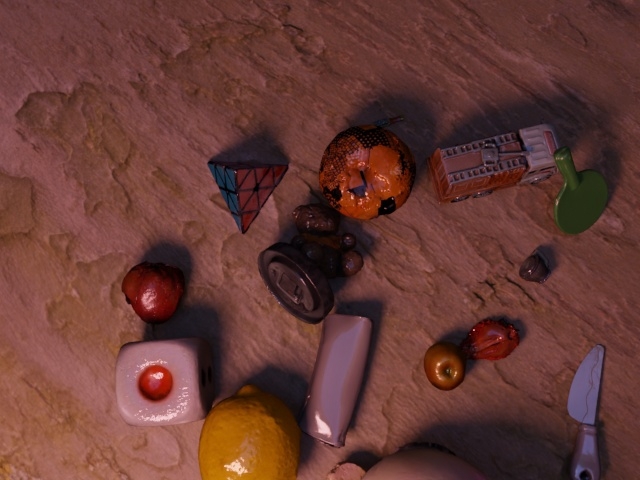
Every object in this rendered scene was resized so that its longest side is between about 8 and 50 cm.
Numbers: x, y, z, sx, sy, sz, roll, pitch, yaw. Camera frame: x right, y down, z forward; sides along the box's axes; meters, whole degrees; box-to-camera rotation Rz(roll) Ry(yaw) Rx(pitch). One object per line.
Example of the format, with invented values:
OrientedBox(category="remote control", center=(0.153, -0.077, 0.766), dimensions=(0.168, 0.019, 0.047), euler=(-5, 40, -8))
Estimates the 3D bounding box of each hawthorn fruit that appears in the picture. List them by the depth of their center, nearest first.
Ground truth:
OrientedBox(category="hawthorn fruit", center=(-0.402, 0.134, 1.592), dimensions=(0.148, 0.148, 0.171), euler=(2, 101, 3))

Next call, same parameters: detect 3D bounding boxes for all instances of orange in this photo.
OrientedBox(category="orange", center=(0.112, -0.163, 1.591), dimensions=(0.235, 0.182, 0.234), euler=(-1, 87, 12))

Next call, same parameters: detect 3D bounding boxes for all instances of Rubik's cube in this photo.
OrientedBox(category="Rubik's cube", center=(-0.200, -0.170, 1.675), dimensions=(0.178, 0.211, 0.190), euler=(34, 51, 26))

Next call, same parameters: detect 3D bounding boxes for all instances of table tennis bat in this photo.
OrientedBox(category="table tennis bat", center=(0.602, -0.120, 1.564), dimensions=(0.160, 0.039, 0.257), euler=(-41, 126, -5))

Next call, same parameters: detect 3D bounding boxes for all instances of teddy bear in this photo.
OrientedBox(category="teddy bear", center=(0.000, 0.000, 1.605), dimensions=(0.177, 0.140, 0.190), euler=(4, 71, -28))

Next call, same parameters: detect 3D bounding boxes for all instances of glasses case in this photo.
OrientedBox(category="glasses case", center=(0.036, 0.324, 1.572), dimensions=(0.128, 0.083, 0.307), euler=(14, 82, 10))

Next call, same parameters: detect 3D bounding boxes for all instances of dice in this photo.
OrientedBox(category="dice", center=(-0.355, 0.323, 1.531), dimensions=(0.193, 0.192, 0.194), euler=(-6, 80, 3))

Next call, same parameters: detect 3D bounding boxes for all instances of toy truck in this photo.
OrientedBox(category="toy truck", center=(0.423, -0.193, 1.591), dimensions=(0.306, 0.162, 0.136), euler=(-14, 81, 0))

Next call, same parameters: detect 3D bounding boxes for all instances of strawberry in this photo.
OrientedBox(category="strawberry", center=(0.408, 0.241, 1.586), dimensions=(0.152, 0.048, 0.103), euler=(-28, 78, -5))

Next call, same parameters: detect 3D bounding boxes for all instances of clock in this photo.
OrientedBox(category="clock", center=(-0.058, 0.099, 1.546), dimensions=(0.215, 0.215, 0.042), euler=(45, 60, 8))

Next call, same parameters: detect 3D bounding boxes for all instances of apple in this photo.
OrientedBox(category="apple", center=(0.291, 0.295, 1.554), dimensions=(0.099, 0.102, 0.114), euler=(11, 89, 5))

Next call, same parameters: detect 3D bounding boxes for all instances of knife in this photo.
OrientedBox(category="knife", center=(0.622, 0.408, 1.561), dimensions=(0.080, 0.044, 0.331), euler=(6, 76, 10))

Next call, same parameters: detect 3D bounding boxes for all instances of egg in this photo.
OrientedBox(category="egg", center=(0.257, 0.633, 1.340), dimensions=(0.355, 0.340, 0.354), euler=(-2, 95, -19))

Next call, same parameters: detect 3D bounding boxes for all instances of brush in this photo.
OrientedBox(category="brush", center=(0.175, -0.305, 1.689), dimensions=(0.083, 0.021, 0.018), euler=(-16, 79, -1))

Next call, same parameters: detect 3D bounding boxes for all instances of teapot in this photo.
OrientedBox(category="teapot", center=(0.525, 0.066, 1.606), dimensions=(0.057, 0.066, 0.088), euler=(33, 60, -13))

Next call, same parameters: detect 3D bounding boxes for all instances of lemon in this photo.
OrientedBox(category="lemon", center=(-0.159, 0.467, 1.485), dimensions=(0.234, 0.233, 0.288), euler=(2, 78, 2))

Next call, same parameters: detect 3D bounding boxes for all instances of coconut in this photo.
OrientedBox(category="coconut", center=(0.057, 0.576, 1.518), dimensions=(0.116, 0.122, 0.116), euler=(6, 44, -5))
